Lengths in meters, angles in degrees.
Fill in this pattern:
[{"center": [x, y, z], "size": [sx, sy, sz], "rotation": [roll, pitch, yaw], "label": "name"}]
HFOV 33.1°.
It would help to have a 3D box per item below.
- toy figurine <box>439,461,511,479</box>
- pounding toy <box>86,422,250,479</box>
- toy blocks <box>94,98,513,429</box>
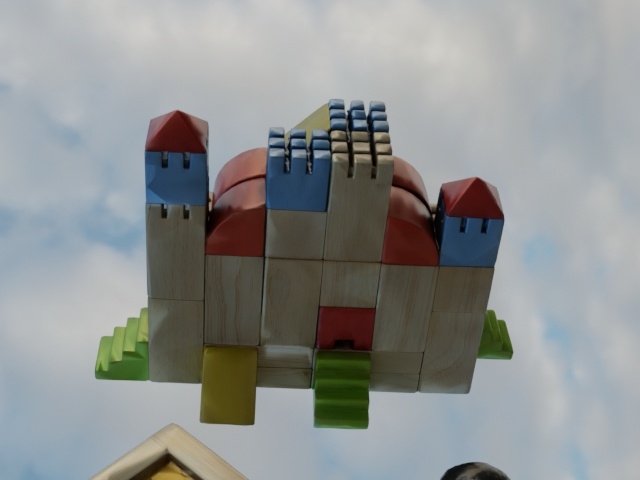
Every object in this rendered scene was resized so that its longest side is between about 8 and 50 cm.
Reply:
[{"center": [0.137, 0.238, 0.658], "size": [0.148, 0.209, 0.213], "rotation": [-64, -12, -5], "label": "toy figurine"}, {"center": [-0.051, 0.132, 0.298], "size": [0.141, 0.130, 0.100], "rotation": [-31, -44, -36], "label": "pounding toy"}, {"center": [0.000, 0.000, 0.923], "size": [0.191, 0.381, 0.261], "rotation": [-92, 7, -55], "label": "toy blocks"}]
